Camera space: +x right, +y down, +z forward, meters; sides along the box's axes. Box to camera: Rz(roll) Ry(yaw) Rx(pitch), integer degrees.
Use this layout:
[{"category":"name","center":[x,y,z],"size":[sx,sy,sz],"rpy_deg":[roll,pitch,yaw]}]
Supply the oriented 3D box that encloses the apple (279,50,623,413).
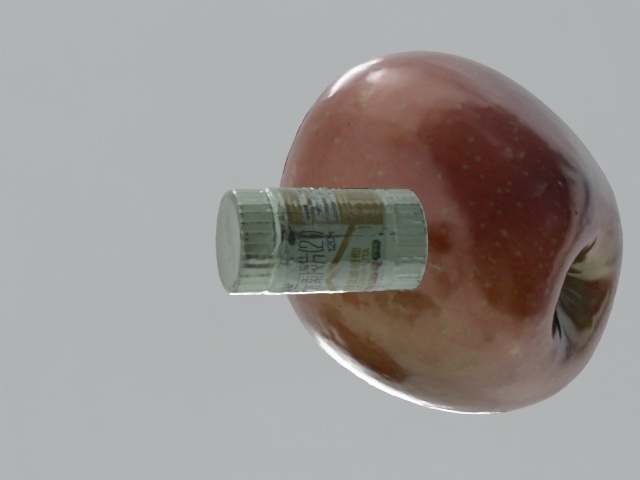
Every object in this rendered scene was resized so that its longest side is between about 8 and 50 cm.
[{"category":"apple","center":[0.066,-0.005,1.039],"size":[0.181,0.168,0.181],"rpy_deg":[-35,-44,-42]}]

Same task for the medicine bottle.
[{"category":"medicine bottle","center":[0.000,0.000,0.862],"size":[0.083,0.047,0.047],"rpy_deg":[0,-103,-18]}]
